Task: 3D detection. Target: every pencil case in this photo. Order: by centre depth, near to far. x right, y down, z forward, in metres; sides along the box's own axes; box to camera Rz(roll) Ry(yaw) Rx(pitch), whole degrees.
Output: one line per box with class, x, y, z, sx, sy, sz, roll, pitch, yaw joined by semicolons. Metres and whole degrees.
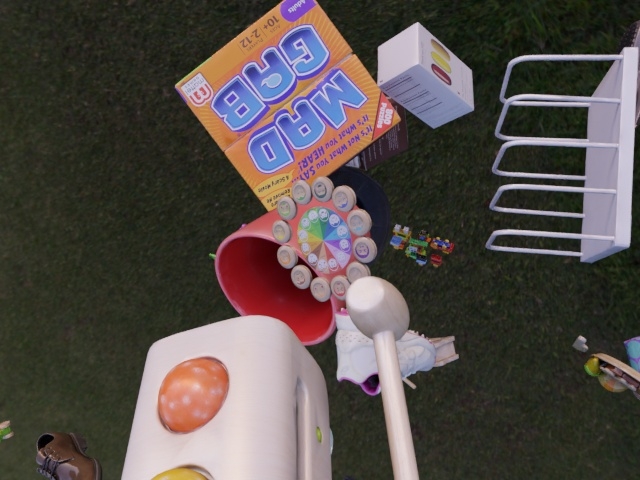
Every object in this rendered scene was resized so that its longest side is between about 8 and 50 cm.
pencil case;0.728;0.286;1.223;0.070;0.064;0.152;-16;69;19

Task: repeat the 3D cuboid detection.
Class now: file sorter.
file sorter;0.357;-0.121;0.847;0.173;0.193;0.278;5;83;12

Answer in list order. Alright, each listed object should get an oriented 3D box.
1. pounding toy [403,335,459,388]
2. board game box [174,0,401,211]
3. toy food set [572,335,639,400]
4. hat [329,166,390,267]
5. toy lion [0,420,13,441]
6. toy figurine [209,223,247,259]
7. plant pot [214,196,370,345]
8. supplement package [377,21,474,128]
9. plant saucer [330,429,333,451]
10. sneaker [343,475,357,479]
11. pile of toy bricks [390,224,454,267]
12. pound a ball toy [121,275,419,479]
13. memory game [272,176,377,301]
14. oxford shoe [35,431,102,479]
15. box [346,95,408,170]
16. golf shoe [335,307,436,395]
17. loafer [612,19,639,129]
pounding toy;0.361;0.427;1.968;0.269;0.154;0.155;-14;89;37
board game box;-0.071;-0.311;1.367;0.356;0.356;0.356;-37;94;2
toy food set;0.502;0.236;0.922;0.192;0.132;0.038;35;87;28
hat;0.054;-0.066;1.663;0.331;0.134;0.331;-1;109;-4
toy lion;-0.723;0.426;1.192;0.100;0.096;0.034;-8;98;18
toy figurine;-0.217;0.016;1.641;0.173;0.159;0.130;31;167;-20
plant pot;-0.034;0.033;1.129;0.274;0.243;0.275;19;132;22
supplement package;0.277;-0.424;1.453;0.244;0.139;0.133;22;151;-39
plant saucer;-0.033;0.692;1.822;0.037;0.195;0.195;30;124;-24
sneaker;0.021;0.256;0.497;0.053;0.144;0.059;35;92;21
pile of toy bricks;0.333;0.037;1.871;0.212;0.118;0.105;18;150;24
pound a ball toy;-0.035;0.162;0.367;0.208;0.319;0.136;-17;135;16
memory game;0.000;0.000;0.791;0.186;0.012;0.186;12;110;35
oxford shoe;-0.463;0.415;1.000;0.096;0.083;0.227;30;168;-39
box;0.138;-0.337;1.707;0.168;0.203;0.167;19;130;45
golf shoe;0.120;0.224;1.037;0.115;0.140;0.306;-6;156;39
loafer;0.797;-0.362;1.393;0.130;0.134;0.366;15;96;4
